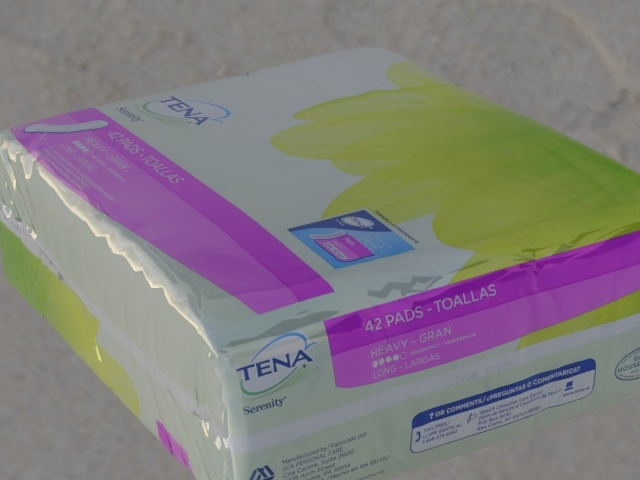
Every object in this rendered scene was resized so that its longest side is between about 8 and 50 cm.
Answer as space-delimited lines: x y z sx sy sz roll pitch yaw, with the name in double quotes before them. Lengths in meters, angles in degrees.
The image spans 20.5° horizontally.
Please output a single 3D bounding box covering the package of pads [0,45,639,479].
"package of pads" 0.000 0.000 0.811 0.229 0.101 0.296 -15 26 -23
